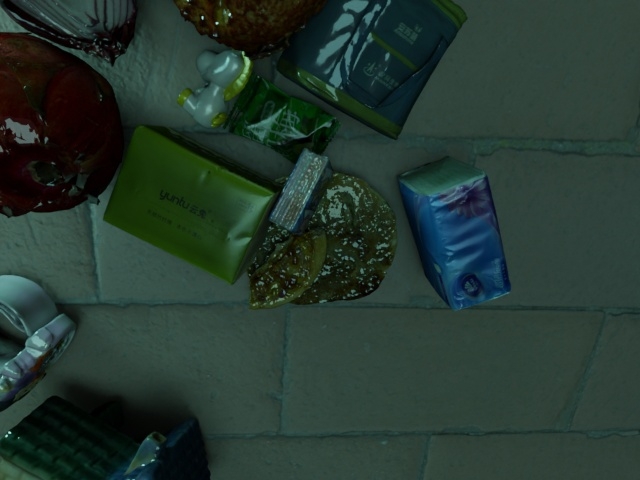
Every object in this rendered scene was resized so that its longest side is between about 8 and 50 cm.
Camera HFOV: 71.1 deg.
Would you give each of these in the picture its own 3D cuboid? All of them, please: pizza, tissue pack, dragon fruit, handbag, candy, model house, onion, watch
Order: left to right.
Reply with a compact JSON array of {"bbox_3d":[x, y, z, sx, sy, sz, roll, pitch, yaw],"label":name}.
[{"bbox_3d":[-0.693,0.216,0.963,0.231,0.196,0.244,36,107,-9],"label":"watch"},{"bbox_3d":[-0.486,-0.192,0.754,0.296,0.301,0.295,-18,142,-15],"label":"dragon fruit"},{"bbox_3d":[-0.424,-0.398,0.750,0.227,0.120,0.283,-31,91,-33],"label":"onion"},{"bbox_3d":[-0.483,0.567,1.046,0.446,0.395,0.399,25,91,5],"label":"model house"},{"bbox_3d":[-0.236,-0.074,0.873,0.275,0.167,0.200,27,104,-1],"label":"tissue pack"},{"bbox_3d":[-0.077,-0.233,0.898,0.203,0.078,0.141,25,119,-16],"label":"candy"},{"bbox_3d":[-0.071,0.071,0.964,0.246,0.058,0.127,-36,110,12],"label":"pizza"},{"bbox_3d":[-0.033,-0.090,0.873,0.065,0.115,0.155,26,90,8],"label":"tissue pack"},{"bbox_3d":[0.086,-0.343,0.791,0.263,0.222,0.240,20,110,-27],"label":"handbag"},{"bbox_3d":[0.277,-0.019,0.946,0.146,0.198,0.263,-21,111,2],"label":"tissue pack"}]

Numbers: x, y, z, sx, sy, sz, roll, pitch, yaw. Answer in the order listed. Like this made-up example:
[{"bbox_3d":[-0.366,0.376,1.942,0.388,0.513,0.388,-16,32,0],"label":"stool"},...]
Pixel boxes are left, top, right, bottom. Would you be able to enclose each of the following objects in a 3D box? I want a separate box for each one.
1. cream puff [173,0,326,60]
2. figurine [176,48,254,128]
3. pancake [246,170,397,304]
[{"bbox_3d":[-0.116,-0.471,0.685,0.229,0.350,0.350,18,111,-45],"label":"cream puff"},{"bbox_3d":[-0.187,-0.298,0.847,0.109,0.130,0.178,16,104,-51],"label":"figurine"},{"bbox_3d":[0.000,0.001,1.002,0.357,0.065,0.355,-1,115,-1],"label":"pancake"}]
